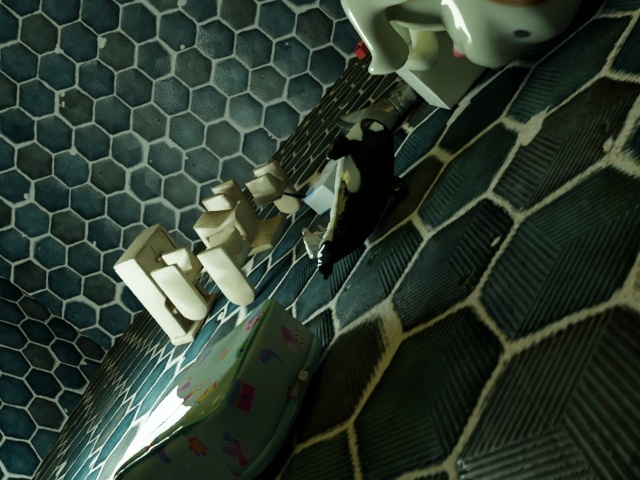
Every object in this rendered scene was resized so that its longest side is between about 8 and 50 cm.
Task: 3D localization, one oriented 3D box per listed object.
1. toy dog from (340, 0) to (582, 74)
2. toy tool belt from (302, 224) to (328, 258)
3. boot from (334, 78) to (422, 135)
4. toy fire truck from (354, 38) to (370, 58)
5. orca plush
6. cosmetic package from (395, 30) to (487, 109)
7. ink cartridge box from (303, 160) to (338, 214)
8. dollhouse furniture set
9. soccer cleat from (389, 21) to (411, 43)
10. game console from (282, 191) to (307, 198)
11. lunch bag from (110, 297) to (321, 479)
[{"bbox_3d":[0.177,-0.408,0.920,0.395,0.408,0.284,-55,-20,19],"label":"toy dog"},{"bbox_3d":[0.000,0.000,1.145,0.051,0.052,0.083,-18,20,2],"label":"toy tool belt"},{"bbox_3d":[0.129,-0.271,1.417,0.161,0.083,0.246,-45,19,1],"label":"boot"},{"bbox_3d":[0.194,-0.525,1.740,0.192,0.135,0.047,-53,13,-7],"label":"toy fire truck"},{"bbox_3d":[0.073,-0.078,0.978,0.102,0.151,0.287,-4,36,29],"label":"orca plush"},{"bbox_3d":[0.267,-0.378,1.123,0.309,0.113,0.160,-48,13,8],"label":"cosmetic package"},{"bbox_3d":[0.029,-0.123,1.363,0.088,0.052,0.122,-33,21,55],"label":"ink cartridge box"},{"bbox_3d":[-0.239,0.060,1.567,0.394,0.257,0.362,-19,28,27],"label":"dollhouse furniture set"},{"bbox_3d":[0.165,-0.407,1.159,0.076,0.068,0.196,-34,17,46],"label":"soccer cleat"},{"bbox_3d":[-0.018,-0.122,1.482,0.107,0.071,0.122,-51,13,-1],"label":"game console"},{"bbox_3d":[-0.119,0.204,0.814,0.279,0.108,0.224,-40,11,34],"label":"lunch bag"}]
